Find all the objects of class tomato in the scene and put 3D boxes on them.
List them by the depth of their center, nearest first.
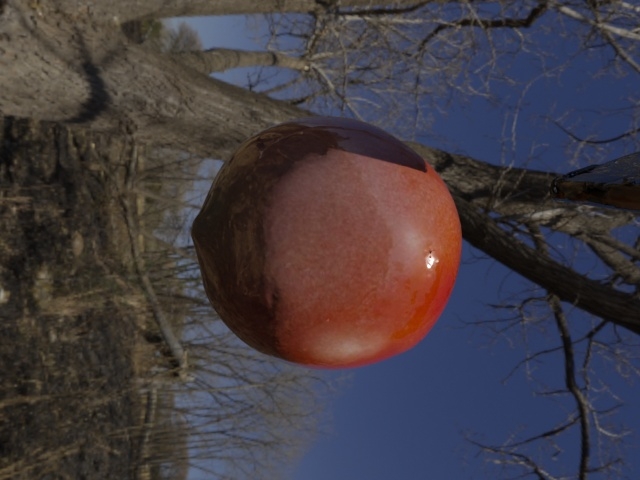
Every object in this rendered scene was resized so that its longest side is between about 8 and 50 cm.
[{"bbox_3d":[0.000,0.000,0.680,0.321,0.321,0.322,-178,-90,-70],"label":"tomato"}]

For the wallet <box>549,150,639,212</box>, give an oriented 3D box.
[{"bbox_3d":[0.373,-0.043,0.446,0.317,0.169,0.044,20,-55,62],"label":"wallet"}]
